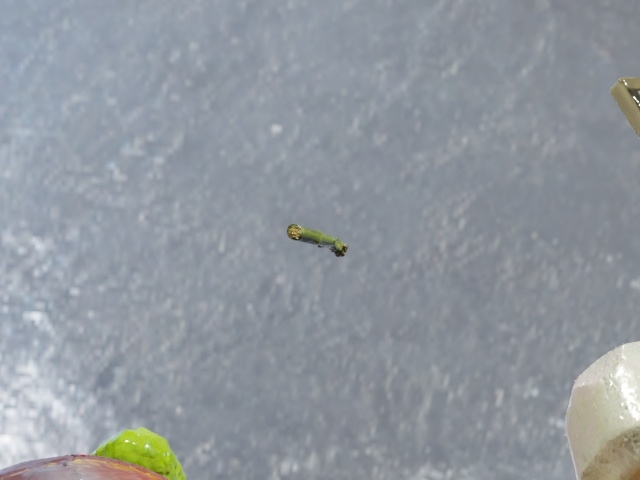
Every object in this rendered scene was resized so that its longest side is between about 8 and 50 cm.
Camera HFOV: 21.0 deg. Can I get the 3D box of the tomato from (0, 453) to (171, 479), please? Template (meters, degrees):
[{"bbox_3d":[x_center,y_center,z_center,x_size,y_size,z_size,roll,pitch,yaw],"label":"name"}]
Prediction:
[{"bbox_3d":[-0.119,0.154,0.770,0.173,0.099,0.189,9,25,17],"label":"tomato"}]

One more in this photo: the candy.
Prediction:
[{"bbox_3d":[-0.136,0.189,1.155,0.096,0.209,0.097,10,52,-13],"label":"candy"}]

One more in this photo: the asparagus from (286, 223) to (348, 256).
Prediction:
[{"bbox_3d":[0.000,0.000,1.469,0.018,0.015,0.127,-11,-11,18],"label":"asparagus"}]

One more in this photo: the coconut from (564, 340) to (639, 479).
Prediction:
[{"bbox_3d":[0.303,0.166,1.559,0.170,0.171,0.183,5,43,-8],"label":"coconut"}]

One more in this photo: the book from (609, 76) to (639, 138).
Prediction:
[{"bbox_3d":[0.257,-0.037,0.939,0.198,0.016,0.138,-8,61,-40],"label":"book"}]
